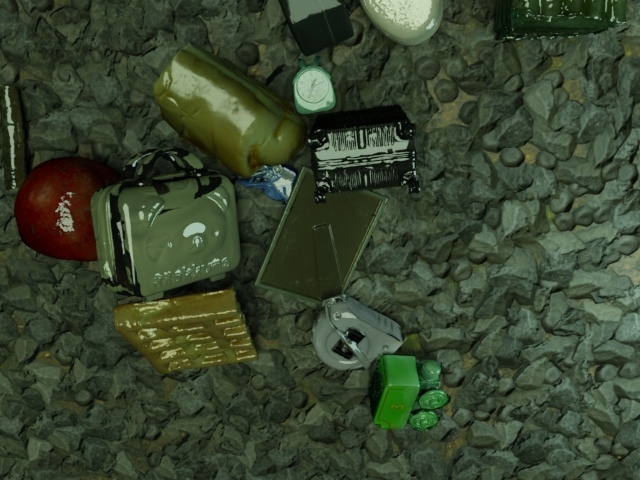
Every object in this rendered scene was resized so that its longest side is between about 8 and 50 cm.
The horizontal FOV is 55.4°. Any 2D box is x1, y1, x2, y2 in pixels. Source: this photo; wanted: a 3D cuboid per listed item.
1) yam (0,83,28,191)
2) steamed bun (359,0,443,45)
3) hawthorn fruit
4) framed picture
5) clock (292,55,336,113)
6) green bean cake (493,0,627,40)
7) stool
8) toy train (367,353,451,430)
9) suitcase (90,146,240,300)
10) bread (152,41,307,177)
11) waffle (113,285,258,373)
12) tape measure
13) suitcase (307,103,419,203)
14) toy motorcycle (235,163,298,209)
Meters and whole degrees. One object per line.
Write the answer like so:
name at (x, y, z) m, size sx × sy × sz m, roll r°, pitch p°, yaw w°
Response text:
yam at (-0.786, -0.259, 1.562) m, size 0.061 × 0.061 × 0.274 m, roll 4°, pitch 104°, yaw 2°
steamed bun at (0.186, -0.560, 1.392) m, size 0.177 × 0.131 × 0.228 m, roll -32°, pitch 102°, yaw 21°
hawthorn fruit at (-0.628, -0.081, 1.508) m, size 0.307 × 0.265 × 0.265 m, roll 11°, pitch 106°, yaw 23°
framed picture at (0.000, 0.000, 1.569) m, size 0.247 × 0.022 × 0.335 m, roll 18°, pitch 105°, yaw -19°
clock at (-0.018, -0.382, 1.496) m, size 0.101 × 0.041 × 0.135 m, roll -7°, pitch 103°, yaw 5°
green bean cake at (0.513, -0.511, 1.328) m, size 0.241 × 0.255 × 0.132 m, roll 3°, pitch 102°, yaw 7°
stool at (-0.020, -0.547, 1.366) m, size 0.141 × 0.232 × 0.232 m, roll -21°, pitch 102°, yaw 8°
toy train at (0.227, 0.404, 1.607) m, size 0.188 × 0.132 × 0.243 m, roll 4°, pitch 132°, yaw -5°
suitcase at (-0.358, -0.050, 1.446) m, size 0.194 × 0.351 × 0.339 m, roll 8°, pitch 107°, yaw 41°
bread at (-0.201, -0.279, 1.406) m, size 0.341 × 0.300 × 0.210 m, roll 32°, pitch 106°, yaw -10°
waffle at (-0.329, 0.240, 1.553) m, size 0.304 × 0.078 × 0.348 m, roll -10°, pitch 147°, yaw 1°
tape measure at (0.077, 0.253, 1.614) m, size 0.236 × 0.120 × 0.197 m, roll 31°, pitch 114°, yaw -12°
suitcase at (0.093, -0.207, 1.384) m, size 0.229 × 0.335 × 0.152 m, roll -5°, pitch 108°, yaw 4°
toy motorcycle at (-0.107, -0.145, 1.550) m, size 0.205 × 0.076 × 0.114 m, roll 27°, pitch 111°, yaw -3°
